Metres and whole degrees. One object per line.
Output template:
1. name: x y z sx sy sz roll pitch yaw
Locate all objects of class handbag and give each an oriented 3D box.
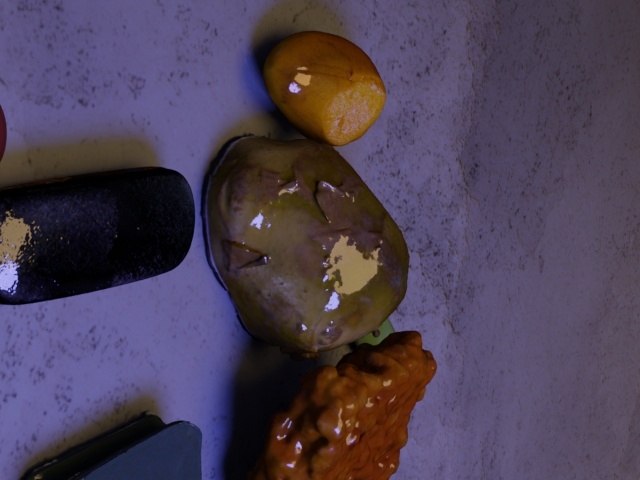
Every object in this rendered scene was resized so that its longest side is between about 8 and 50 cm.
1. handbag: -0.229 0.351 1.712 0.247 0.079 0.260 -23 115 -52

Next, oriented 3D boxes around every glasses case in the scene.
1. glasses case: -0.251 -0.009 1.613 0.321 0.082 0.122 -13 105 -53

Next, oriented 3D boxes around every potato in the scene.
1. potato: 0.000 0.000 1.894 0.246 0.196 0.299 -55 135 -38

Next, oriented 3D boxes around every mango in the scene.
1. mango: -0.005 -0.201 1.935 0.217 0.102 0.141 10 103 -56

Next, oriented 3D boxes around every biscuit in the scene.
1. biscuit: 0.021 0.264 1.952 0.312 0.110 0.318 -26 143 -52

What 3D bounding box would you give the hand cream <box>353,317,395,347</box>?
1. hand cream: 0.075 0.135 2.160 0.095 0.046 0.175 -54 130 -35

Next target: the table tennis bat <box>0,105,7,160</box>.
1. table tennis bat: -0.366 -0.093 1.489 0.154 0.019 0.098 -50 134 -44
